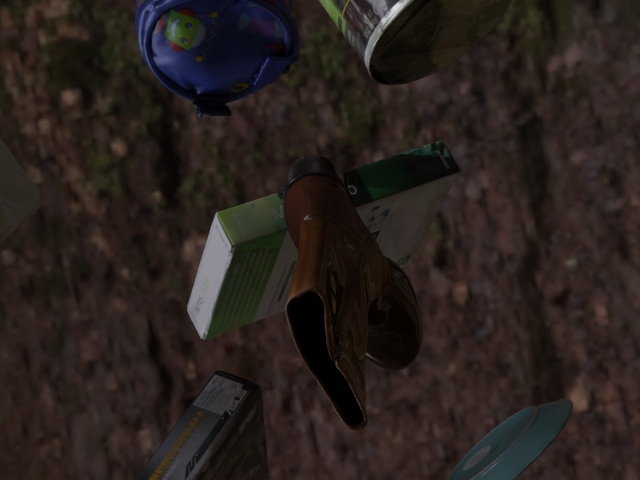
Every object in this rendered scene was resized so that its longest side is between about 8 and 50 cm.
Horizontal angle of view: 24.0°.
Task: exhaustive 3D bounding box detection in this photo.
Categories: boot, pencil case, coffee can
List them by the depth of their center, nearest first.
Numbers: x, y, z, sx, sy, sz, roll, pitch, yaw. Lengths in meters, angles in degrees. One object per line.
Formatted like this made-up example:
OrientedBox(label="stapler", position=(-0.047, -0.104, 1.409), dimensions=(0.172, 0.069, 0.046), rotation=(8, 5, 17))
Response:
OrientedBox(label="pencil case", position=(-0.072, -0.243, 1.183), dimensions=(0.119, 0.133, 0.306), rotation=(-43, 35, 39))
OrientedBox(label="boot", position=(0.040, 0.081, 1.425), dimensions=(0.280, 0.096, 0.264), rotation=(-94, -13, -60))
OrientedBox(label="coffee can", position=(0.068, -0.347, 1.730), dimensions=(0.275, 0.201, 0.201), rotation=(56, 172, 21))

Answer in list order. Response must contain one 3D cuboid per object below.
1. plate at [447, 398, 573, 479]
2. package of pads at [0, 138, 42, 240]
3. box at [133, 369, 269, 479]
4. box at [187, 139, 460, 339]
OrientedBox(label="plate", position=(0.184, 0.223, 1.563), dimensions=(0.024, 0.188, 0.188), rotation=(48, -179, -2))
OrientedBox(label="package of pads", position=(-0.424, -0.093, 1.421), dimensions=(0.296, 0.229, 0.101), rotation=(55, -134, -5))
OrientedBox(label="box", position=(-0.129, 0.272, 1.495), dimensions=(0.231, 0.056, 0.183), rotation=(-54, -27, -41))
OrientedBox(label="box", position=(0.000, 0.000, 1.877), dimensions=(0.058, 0.322, 0.232), rotation=(59, 152, 22))
